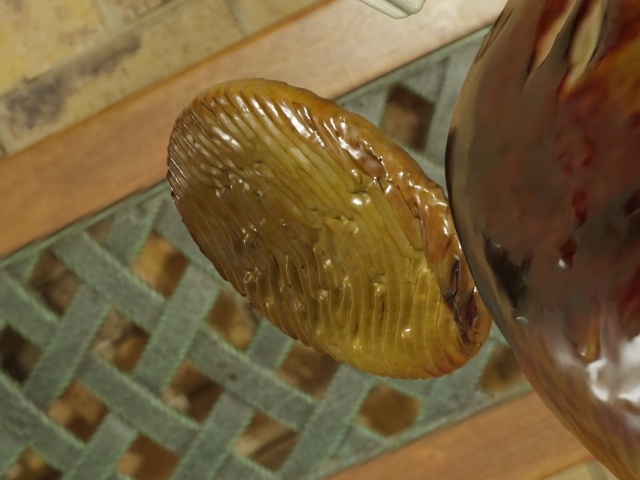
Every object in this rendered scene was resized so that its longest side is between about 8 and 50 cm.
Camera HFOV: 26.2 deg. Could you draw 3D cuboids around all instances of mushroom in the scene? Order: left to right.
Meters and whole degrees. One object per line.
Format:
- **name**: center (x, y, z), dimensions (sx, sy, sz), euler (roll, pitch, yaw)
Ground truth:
- **mushroom**: center (0.215, 0.006, 0.542), dimensions (0.334, 0.356, 0.331), euler (-35, 8, 3)

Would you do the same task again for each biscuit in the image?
- **biscuit**: center (0.000, 0.000, 1.136), dimensions (0.318, 0.318, 0.040), euler (-1, 39, 48)

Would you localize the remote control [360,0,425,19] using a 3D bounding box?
- **remote control**: center (0.035, -0.331, 1.576), dimensions (0.090, 0.230, 0.049), euler (-55, 36, 14)
